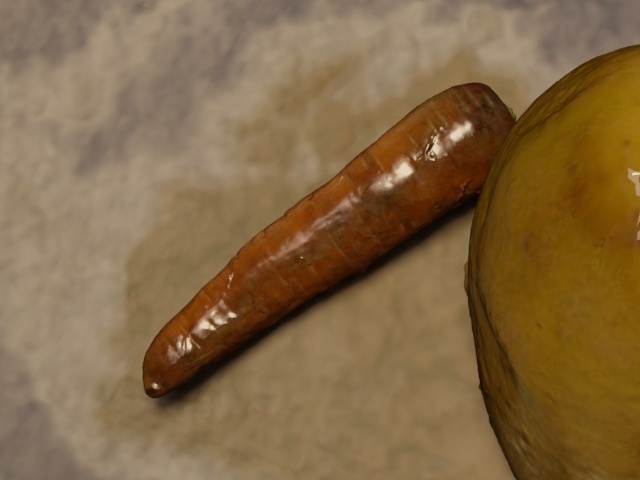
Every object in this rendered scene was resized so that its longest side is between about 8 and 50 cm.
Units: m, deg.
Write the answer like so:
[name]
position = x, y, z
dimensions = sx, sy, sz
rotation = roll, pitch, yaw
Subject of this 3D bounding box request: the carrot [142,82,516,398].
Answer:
[carrot]
position = 0.000, 0.000, 0.797
dimensions = 0.191, 0.047, 0.047
rotation = -35, 61, 5

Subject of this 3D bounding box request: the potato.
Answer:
[potato]
position = 0.125, 0.004, 0.692
dimensions = 0.178, 0.158, 0.203
rotation = 9, 68, 22
